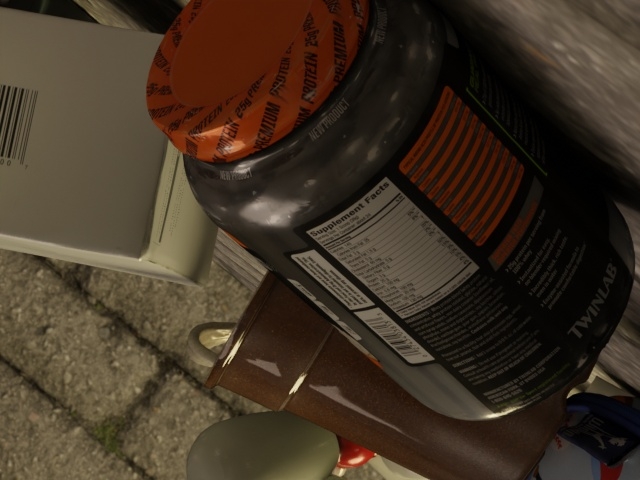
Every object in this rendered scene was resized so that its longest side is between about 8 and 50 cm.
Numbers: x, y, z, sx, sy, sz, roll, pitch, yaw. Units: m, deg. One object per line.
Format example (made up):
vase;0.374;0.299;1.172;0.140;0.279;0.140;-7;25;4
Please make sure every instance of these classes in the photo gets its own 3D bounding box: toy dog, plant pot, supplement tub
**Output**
toy dog;0.056;0.177;1.381;0.334;0.161;0.220;4;-158;-14
plant pot;0.051;0.047;1.013;0.165;0.167;0.167;32;175;0
supplement tub;0.028;-0.023;0.752;0.190;0.117;0.117;43;173;-35

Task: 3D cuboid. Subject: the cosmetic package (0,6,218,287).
cosmetic package;-0.183;-0.062;1.226;0.224;0.138;0.224;11;175;6

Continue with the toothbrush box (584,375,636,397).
toothbrush box;0.274;0.235;1.229;0.283;0.122;0.206;41;173;-33

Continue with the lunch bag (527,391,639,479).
lunch bag;0.180;0.229;0.982;0.115;0.303;0.243;7;-167;-29

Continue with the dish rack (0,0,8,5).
dish rack;-0.303;-0.261;1.214;0.285;0.072;0.333;41;174;-18

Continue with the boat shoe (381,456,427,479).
boat shoe;0.035;0.040;1.271;0.340;0.127;0.113;-113;1;-70

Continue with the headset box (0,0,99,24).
headset box;-0.332;-0.129;1.442;0.246;0.283;0.131;39;148;-19
